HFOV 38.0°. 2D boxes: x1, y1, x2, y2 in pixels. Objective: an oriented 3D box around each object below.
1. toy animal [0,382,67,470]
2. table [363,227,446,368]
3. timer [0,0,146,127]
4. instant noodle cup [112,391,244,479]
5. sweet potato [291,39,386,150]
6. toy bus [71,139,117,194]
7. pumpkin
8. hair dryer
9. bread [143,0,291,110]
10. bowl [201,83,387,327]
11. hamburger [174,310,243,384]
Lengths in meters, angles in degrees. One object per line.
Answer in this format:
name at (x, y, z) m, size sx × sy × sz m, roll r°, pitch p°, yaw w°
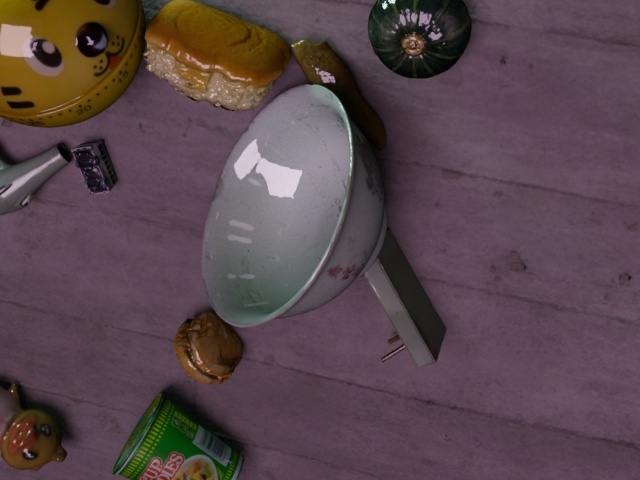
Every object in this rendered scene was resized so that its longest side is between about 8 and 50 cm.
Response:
toy animal at (-0.716, 0.438, 2.146) m, size 0.281 × 0.195 × 0.169 m, roll 25°, pitch 159°, yaw 9°
table at (0.127, 0.118, 1.748) m, size 0.111 × 0.121 × 0.240 m, roll -23°, pitch 106°, yaw 26°
timer at (-0.472, -0.373, 1.531) m, size 0.376 × 0.376 × 0.387 m, roll 8°, pitch 159°, yaw 13°
instant noodle cup at (-0.298, 0.472, 2.023) m, size 0.233 × 0.207 × 0.207 m, roll 32°, pitch 120°, yaw -9°
sweet potato at (0.039, -0.254, 1.621) m, size 0.077 × 0.077 × 0.243 m, roll -33°, pitch 100°, yaw 28°
toy bus at (-0.443, -0.147, 1.829) m, size 0.052 × 0.058 × 0.102 m, roll -7°, pitch 118°, yaw 19°
pumpkin at (0.162, -0.342, 1.509) m, size 0.167 × 0.125 × 0.167 m, roll 8°, pitch 118°, yaw 16°
hair dryer at (-0.620, -0.191, 1.863) m, size 0.229 × 0.092 × 0.267 m, roll -11°, pitch 102°, yaw 14°
bread at (-0.178, -0.321, 1.603) m, size 0.245 × 0.174 × 0.121 m, roll 22°, pitch 139°, yaw 6°
bowl at (-0.013, -0.037, 1.620) m, size 0.196 × 0.435 × 0.435 m, roll 20°, pitch 127°, yaw -34°
hamburger at (-0.230, 0.221, 1.898) m, size 0.083 × 0.138 × 0.147 m, roll -36°, pitch 107°, yaw 27°
